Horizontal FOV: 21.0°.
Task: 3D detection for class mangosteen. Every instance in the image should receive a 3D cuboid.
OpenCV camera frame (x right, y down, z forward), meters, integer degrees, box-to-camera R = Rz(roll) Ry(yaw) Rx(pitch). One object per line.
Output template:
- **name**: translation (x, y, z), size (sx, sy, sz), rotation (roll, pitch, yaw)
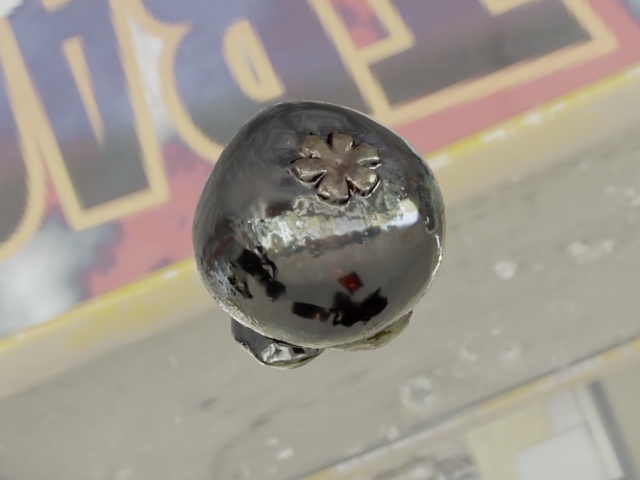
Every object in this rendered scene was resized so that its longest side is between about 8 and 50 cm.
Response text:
- **mangosteen**: translation (0.000, 0.000, 1.502), size (0.243, 0.243, 0.243), rotation (-20, 163, -6)
